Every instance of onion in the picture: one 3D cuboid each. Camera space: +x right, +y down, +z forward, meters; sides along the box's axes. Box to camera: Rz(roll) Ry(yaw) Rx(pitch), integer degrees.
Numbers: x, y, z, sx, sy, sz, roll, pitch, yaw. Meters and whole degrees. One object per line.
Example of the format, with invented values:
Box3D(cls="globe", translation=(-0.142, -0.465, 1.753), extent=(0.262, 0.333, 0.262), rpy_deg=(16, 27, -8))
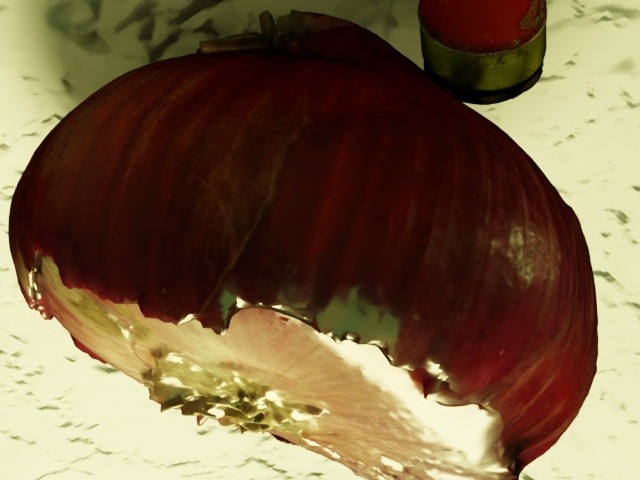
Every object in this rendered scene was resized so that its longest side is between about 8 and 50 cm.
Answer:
Box3D(cls="onion", translation=(0.000, 0.011, 0.734), extent=(0.161, 0.248, 0.248), rpy_deg=(-51, 137, -11))

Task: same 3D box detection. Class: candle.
Box3D(cls="candle", translation=(0.059, -0.111, 0.700), extent=(0.052, 0.052, 0.130), rpy_deg=(-8, 138, -1))
